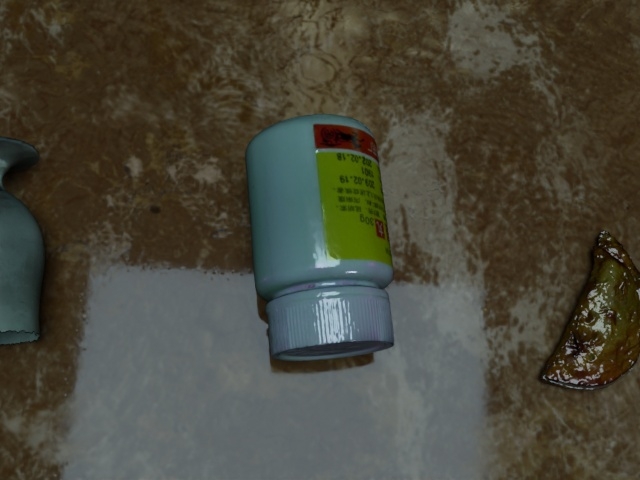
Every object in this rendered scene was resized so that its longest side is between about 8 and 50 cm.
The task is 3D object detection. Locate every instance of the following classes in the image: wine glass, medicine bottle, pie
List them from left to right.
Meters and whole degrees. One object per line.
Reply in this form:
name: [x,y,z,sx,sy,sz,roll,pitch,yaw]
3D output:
wine glass: [-0.326,0.004,0.721,0.093,0.093,0.202,-8,73,-6]
medicine bottle: [0.000,0.000,0.719,0.139,0.139,0.225,-4,74,-5]
pie: [0.312,0.084,0.772,0.088,0.033,0.191,28,74,0]
